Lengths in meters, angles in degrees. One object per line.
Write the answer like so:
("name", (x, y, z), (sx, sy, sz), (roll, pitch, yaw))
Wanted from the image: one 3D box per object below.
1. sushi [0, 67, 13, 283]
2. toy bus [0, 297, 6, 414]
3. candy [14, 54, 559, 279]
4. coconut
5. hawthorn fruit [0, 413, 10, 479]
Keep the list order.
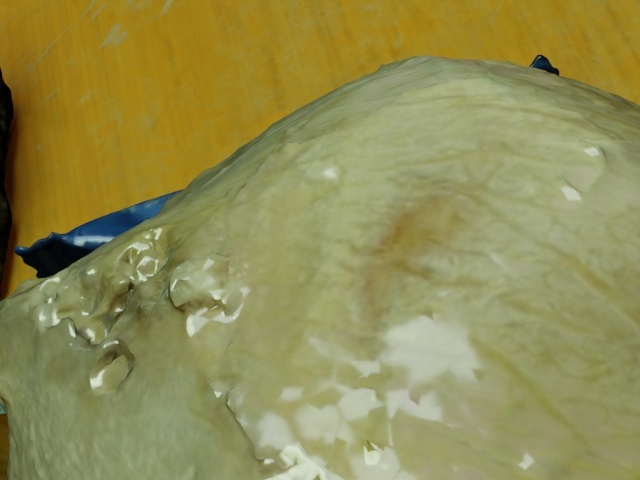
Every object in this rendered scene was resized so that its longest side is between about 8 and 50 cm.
("sushi", (-0.330, -0.055, 1.393), (0.211, 0.171, 0.350), (-10, 43, 17))
("toy bus", (-0.303, 0.124, 1.219), (0.256, 0.128, 0.147), (-20, 38, 6))
("candy", (0.000, 0.000, 1.141), (0.331, 0.187, 0.077), (-15, 54, 12))
("coconut", (0.038, 0.114, 0.783), (0.404, 0.404, 0.404), (-16, 41, 14))
("hawthorn fruit", (-0.154, 0.190, 1.028), (0.248, 0.208, 0.208), (-20, 37, -16))
